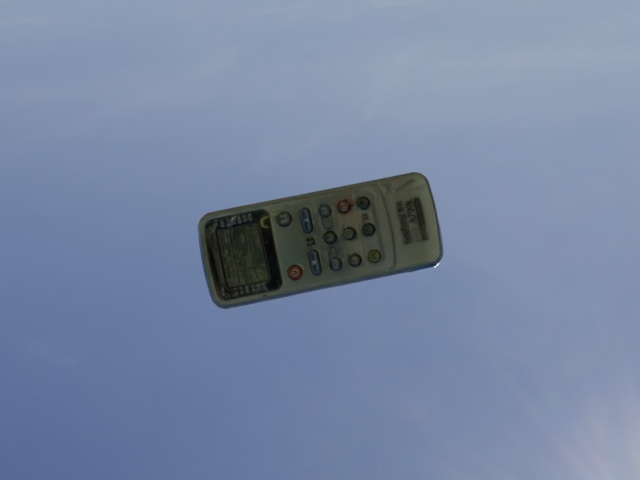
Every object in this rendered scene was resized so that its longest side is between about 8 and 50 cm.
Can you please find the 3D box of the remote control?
[{"bbox_3d":[0.000,0.000,0.628,0.124,0.053,0.018,-10,177,-1],"label":"remote control"}]
